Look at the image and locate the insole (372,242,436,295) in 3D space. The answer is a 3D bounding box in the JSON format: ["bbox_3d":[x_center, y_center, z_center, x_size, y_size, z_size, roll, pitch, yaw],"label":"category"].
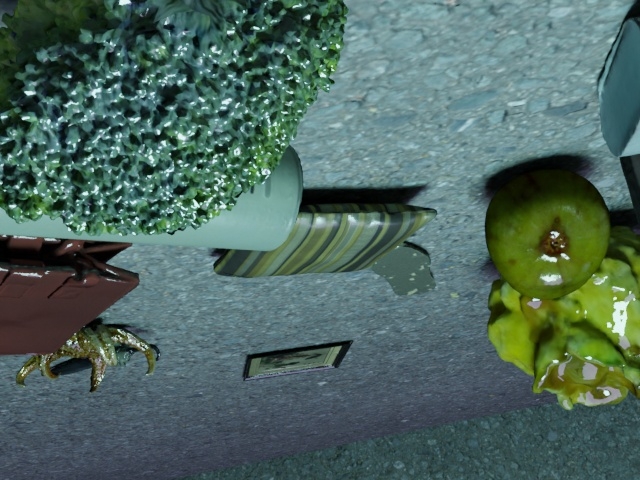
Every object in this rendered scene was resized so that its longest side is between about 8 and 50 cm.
[{"bbox_3d":[0.118,0.041,1.306,0.081,0.011,0.248,-13,160,10],"label":"insole"}]

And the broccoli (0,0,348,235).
[{"bbox_3d":[-0.103,-0.096,0.576,0.226,0.176,0.198,-11,145,30],"label":"broccoli"}]

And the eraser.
[{"bbox_3d":[0.368,-0.148,0.798,0.227,0.081,0.174,-10,160,1],"label":"eraser"}]

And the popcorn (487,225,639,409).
[{"bbox_3d":[0.363,0.098,1.267,0.224,0.270,0.258,11,108,-52],"label":"popcorn"}]

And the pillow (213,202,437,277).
[{"bbox_3d":[0.000,0.000,1.071,0.212,0.052,0.208,0,161,-20],"label":"pillow"}]

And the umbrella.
[{"bbox_3d":[-0.347,0.181,1.448,0.269,0.044,0.044,-12,-172,33],"label":"umbrella"}]

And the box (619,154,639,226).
[{"bbox_3d":[0.455,-0.020,1.046,0.153,0.188,0.252,-19,157,24],"label":"box"}]

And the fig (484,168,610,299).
[{"bbox_3d":[0.252,-0.022,1.064,0.148,0.186,0.142,-31,114,2],"label":"fig"}]

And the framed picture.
[{"bbox_3d":[-0.047,0.228,1.746,0.195,0.010,0.199,-7,161,-10],"label":"framed picture"}]

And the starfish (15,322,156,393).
[{"bbox_3d":[-0.344,0.172,1.346,0.190,0.074,0.146,-15,159,15],"label":"starfish"}]

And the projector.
[{"bbox_3d":[-0.179,-0.052,0.758,0.337,0.108,0.108,4,156,-34],"label":"projector"}]

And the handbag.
[{"bbox_3d":[-0.364,0.058,1.010,0.260,0.084,0.275,5,155,-34],"label":"handbag"}]
